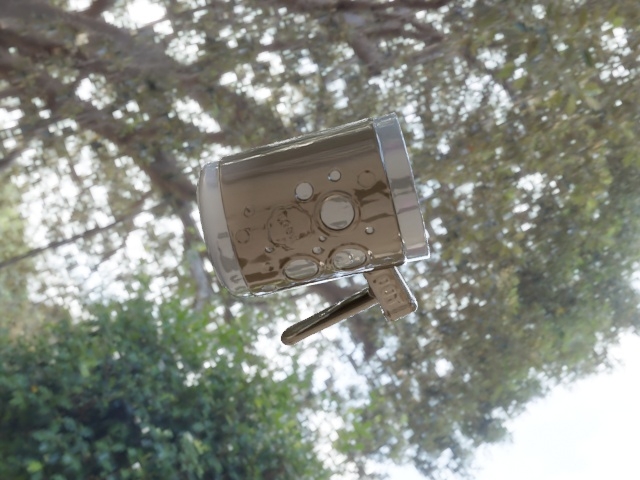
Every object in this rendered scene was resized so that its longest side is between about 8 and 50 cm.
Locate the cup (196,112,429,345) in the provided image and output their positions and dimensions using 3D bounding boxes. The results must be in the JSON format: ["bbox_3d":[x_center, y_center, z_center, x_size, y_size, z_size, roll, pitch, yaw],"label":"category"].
[{"bbox_3d":[-0.001,-0.007,0.469,0.102,0.099,0.074,72,7,-54],"label":"cup"}]
